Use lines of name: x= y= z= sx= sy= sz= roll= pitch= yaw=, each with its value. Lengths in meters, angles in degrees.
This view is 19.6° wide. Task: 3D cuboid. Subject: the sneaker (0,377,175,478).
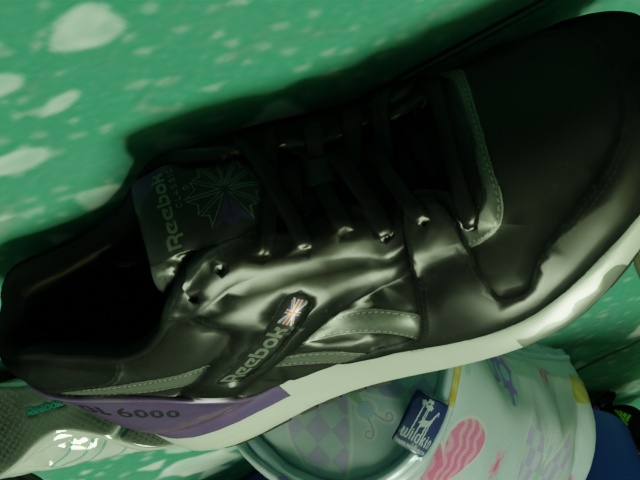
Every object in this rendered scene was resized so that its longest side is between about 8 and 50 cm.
sneaker: x=-0.117 y=0.079 z=0.855 sx=0.152 sy=0.053 sz=0.061 roll=-10 pitch=172 yaw=-18

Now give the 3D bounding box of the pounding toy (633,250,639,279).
pounding toy: x=0.291 y=0.042 z=0.931 sx=0.206 sy=0.181 sz=0.094 roll=-18 pitch=159 yaw=-4

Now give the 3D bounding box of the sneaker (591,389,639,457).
sneaker: x=0.176 y=0.130 z=1.222 sx=0.075 sy=0.063 sz=0.170 roll=-36 pitch=152 yaw=13

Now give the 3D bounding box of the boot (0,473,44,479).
boot: x=-0.158 y=0.178 z=1.029 sx=0.263 sy=0.091 sz=0.229 roll=-31 pitch=162 yaw=38

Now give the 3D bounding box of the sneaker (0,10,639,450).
sneaker: x=0.000 y=0.000 z=0.686 sx=0.283 sy=0.107 sz=0.124 roll=-31 pitch=150 yaw=27

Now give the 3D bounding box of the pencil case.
pencil case: x=0.054 y=0.083 z=0.921 sx=0.124 sy=0.113 sz=0.273 roll=-64 pitch=154 yaw=-4

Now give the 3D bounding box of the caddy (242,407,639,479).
caddy: x=0.081 y=0.245 z=1.126 sx=0.341 sy=0.179 sz=0.241 roll=-16 pitch=137 yaw=12
